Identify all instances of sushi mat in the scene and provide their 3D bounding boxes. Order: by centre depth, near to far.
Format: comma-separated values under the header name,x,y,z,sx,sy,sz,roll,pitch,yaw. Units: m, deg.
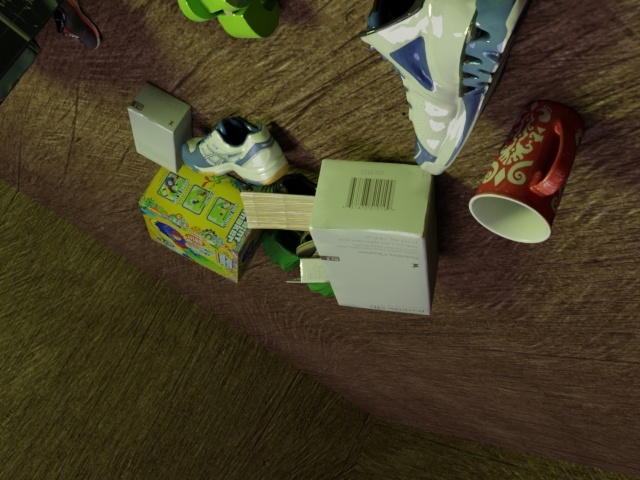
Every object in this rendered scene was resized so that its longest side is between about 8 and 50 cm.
name,x,y,z,sx,sy,sz,roll,pitch,yaw
sushi mat,-0.010,-0.056,1.571,0.316,0.019,0.151,4,150,6

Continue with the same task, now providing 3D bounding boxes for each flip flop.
name,x,y,z,sx,sy,sz,roll,pitch,yaw
flip flop,0.000,0.000,1.738,0.112,0.080,0.277,2,180,0

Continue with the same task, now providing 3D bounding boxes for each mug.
name,x,y,z,sx,sy,sz,roll,pitch,yaw
mug,0.300,-0.096,0.983,0.113,0.169,0.150,41,157,-31

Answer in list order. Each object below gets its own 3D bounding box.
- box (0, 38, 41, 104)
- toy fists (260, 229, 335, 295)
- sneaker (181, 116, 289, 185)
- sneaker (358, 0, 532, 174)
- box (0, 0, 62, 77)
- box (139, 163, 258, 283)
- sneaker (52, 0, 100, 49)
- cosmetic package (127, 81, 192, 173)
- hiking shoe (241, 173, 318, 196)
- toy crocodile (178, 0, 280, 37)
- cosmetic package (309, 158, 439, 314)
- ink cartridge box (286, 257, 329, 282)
name,x,y,z,sx,sy,sz,roll,pitch,yaw
box,-0.795,-0.412,1.288,0.471,0.297,0.480,37,-178,-32
toy fists,-0.037,0.055,1.966,0.279,0.096,0.142,34,151,-10
sneaker,-0.193,-0.208,1.535,0.296,0.112,0.131,11,137,38
sneaker,0.144,-0.238,0.943,0.182,0.127,0.316,29,155,10
box,-0.517,-0.423,1.036,0.312,0.343,0.178,38,158,-26
box,-0.296,-0.058,1.913,0.279,0.177,0.290,27,161,3
sneaker,-0.492,-0.422,1.426,0.061,0.065,0.158,20,159,23
cosmetic package,-0.358,-0.250,1.652,0.117,0.086,0.231,29,159,-1
hiking shoe,-0.080,-0.114,1.629,0.226,0.086,0.114,9,149,22
toy crocodile,-0.179,-0.407,0.995,0.115,0.105,0.340,4,145,51
cosmetic package,0.120,0.005,1.448,0.217,0.156,0.385,4,153,15
ink cartridge box,0.012,0.069,1.818,0.181,0.062,0.104,-2,-177,11
